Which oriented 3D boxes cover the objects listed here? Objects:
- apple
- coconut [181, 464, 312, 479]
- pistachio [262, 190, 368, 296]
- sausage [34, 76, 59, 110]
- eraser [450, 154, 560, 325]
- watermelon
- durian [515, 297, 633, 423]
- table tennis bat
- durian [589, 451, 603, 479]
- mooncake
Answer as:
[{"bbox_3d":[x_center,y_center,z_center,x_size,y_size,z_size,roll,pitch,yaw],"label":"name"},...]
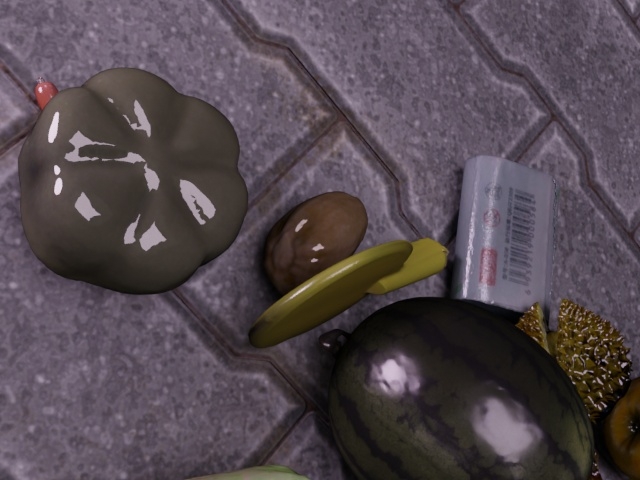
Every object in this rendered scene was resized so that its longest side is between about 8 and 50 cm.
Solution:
[{"bbox_3d":[0.526,0.292,1.267,0.155,0.182,0.182,9,76,-24],"label":"apple"},{"bbox_3d":[-0.098,0.395,0.858,0.328,0.281,0.328,6,78,-29],"label":"coconut"},{"bbox_3d":[0.000,0.000,1.089,0.185,0.108,0.126,-46,132,-32],"label":"pistachio"},{"bbox_3d":[-0.293,-0.095,0.994,0.029,0.029,0.223,-25,92,-29],"label":"sausage"},{"bbox_3d":[0.285,0.003,1.250,0.174,0.081,0.227,17,72,-28],"label":"eraser"},{"bbox_3d":[0.159,0.215,1.022,0.359,0.279,0.279,36,60,21],"label":"watermelon"},{"bbox_3d":[0.374,0.204,1.195,0.237,0.138,0.193,36,91,-39],"label":"durian"},{"bbox_3d":[0.055,0.052,1.065,0.368,0.224,0.054,-16,69,-48],"label":"table tennis bat"},{"bbox_3d":[0.399,0.410,1.197,0.144,0.139,0.252,-8,83,-33],"label":"durian"},{"bbox_3d":[-0.209,-0.070,0.950,0.275,0.135,0.275,13,67,-35],"label":"mooncake"}]
